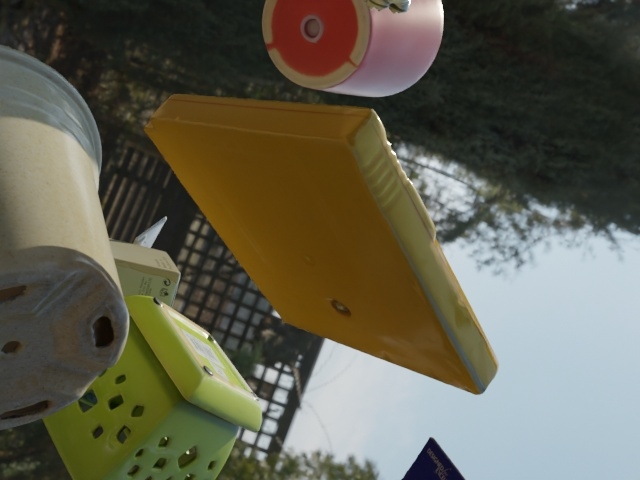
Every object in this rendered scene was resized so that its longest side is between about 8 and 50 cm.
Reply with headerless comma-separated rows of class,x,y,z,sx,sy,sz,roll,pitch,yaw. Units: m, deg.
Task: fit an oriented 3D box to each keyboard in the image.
keyboard,-0.340,0.030,1.400,0.072,0.014,0.256,-49,-178,-35

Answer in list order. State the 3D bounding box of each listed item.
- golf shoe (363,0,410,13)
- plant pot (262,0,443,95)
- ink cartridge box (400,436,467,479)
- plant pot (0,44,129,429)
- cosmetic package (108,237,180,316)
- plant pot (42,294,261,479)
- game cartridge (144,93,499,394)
golf shoe,0.067,-0.332,0.814,0.086,0.069,0.176,-51,-124,49
plant pot,0.042,-0.368,1.289,0.243,0.275,0.275,-32,151,-57
ink cartridge box,0.023,0.363,0.657,0.371,0.069,0.176,-57,-148,11
plant pot,-0.351,0.012,0.789,0.305,0.334,0.334,53,-49,38
cosmetic package,-0.392,0.049,1.180,0.160,0.309,0.113,31,-76,66
plant pot,-0.229,0.220,1.046,0.207,0.227,0.228,-43,145,0
game cartridge,0.000,0.000,0.721,0.285,0.323,0.052,14,-125,43
